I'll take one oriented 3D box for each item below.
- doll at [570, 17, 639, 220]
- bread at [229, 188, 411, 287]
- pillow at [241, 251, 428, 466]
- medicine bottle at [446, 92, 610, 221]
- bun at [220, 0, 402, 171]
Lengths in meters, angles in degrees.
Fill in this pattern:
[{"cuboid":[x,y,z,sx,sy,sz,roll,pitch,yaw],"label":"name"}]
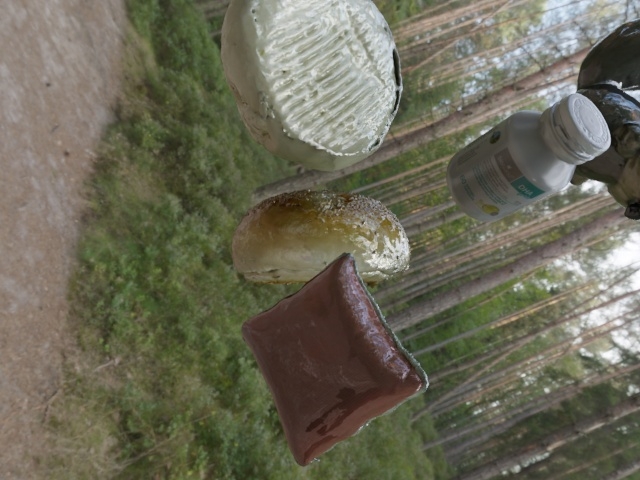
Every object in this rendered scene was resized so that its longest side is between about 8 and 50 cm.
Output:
[{"cuboid":[0.642,-0.218,0.857,0.379,0.382,0.252,-67,163,11],"label":"doll"},{"cuboid":[0.000,0.000,0.795,0.305,0.305,0.159,115,-23,-80],"label":"bread"},{"cuboid":[0.008,0.127,0.517,0.179,0.171,0.075,60,12,29],"label":"pillow"},{"cuboid":[0.312,-0.124,0.713,0.215,0.135,0.135,-35,-108,54],"label":"medicine bottle"},{"cuboid":[-0.026,-0.298,0.845,0.211,0.359,0.360,11,-57,51],"label":"bun"}]
